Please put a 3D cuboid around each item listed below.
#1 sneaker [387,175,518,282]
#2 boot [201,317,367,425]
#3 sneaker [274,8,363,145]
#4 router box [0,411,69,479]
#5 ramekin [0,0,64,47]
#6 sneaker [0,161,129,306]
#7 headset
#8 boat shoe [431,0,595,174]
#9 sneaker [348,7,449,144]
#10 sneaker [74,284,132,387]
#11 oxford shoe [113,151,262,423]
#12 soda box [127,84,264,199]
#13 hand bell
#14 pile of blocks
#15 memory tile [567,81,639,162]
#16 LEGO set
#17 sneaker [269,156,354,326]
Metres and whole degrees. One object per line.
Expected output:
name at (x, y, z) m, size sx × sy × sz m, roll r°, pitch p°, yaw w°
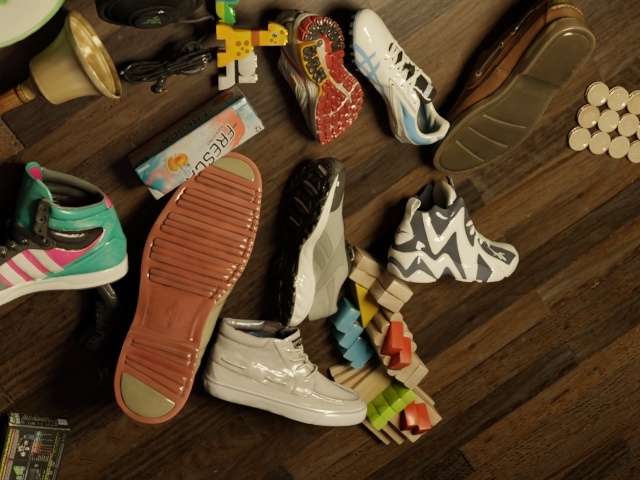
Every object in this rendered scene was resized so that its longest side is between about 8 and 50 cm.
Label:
sneaker at (0.211, -0.022, 1.969) m, size 0.235 × 0.094 × 0.153 m, roll 0°, pitch 107°, yaw -26°
boot at (-0.042, 0.194, 1.971) m, size 0.258 × 0.095 × 0.123 m, roll 13°, pitch 108°, yaw -10°
sneaker at (-0.005, -0.230, 1.811) m, size 0.088 × 0.093 × 0.225 m, roll -36°, pitch 138°, yaw -22°
router box at (-0.433, 0.319, 1.947) m, size 0.092 × 0.038 × 0.122 m, roll 9°, pitch 111°, yaw -23°
ramekin at (-0.427, -0.370, 1.553) m, size 0.303 × 0.148 × 0.303 m, roll -8°, pitch 117°, yaw -15°
sneaker at (-0.403, -0.012, 1.745) m, size 0.296 × 0.124 × 0.178 m, roll -12°, pitch 123°, yaw -22°
headset at (-0.233, -0.344, 1.603) m, size 0.185 × 0.243 × 0.394 m, roll -13°, pitch 140°, yaw 13°
boat shoe at (0.270, -0.223, 1.891) m, size 0.111 × 0.104 × 0.307 m, roll 24°, pitch 125°, yaw -36°
sneaker at (0.111, -0.232, 1.830) m, size 0.086 × 0.085 × 0.237 m, roll -4°, pitch 135°, yaw 33°
sneaker at (-0.318, 0.126, 1.885) m, size 0.089 × 0.051 × 0.170 m, roll -30°, pitch 124°, yaw -9°
oxford shoe at (-0.194, 0.060, 1.865) m, size 0.141 × 0.146 × 0.397 m, roll 24°, pitch 89°, yaw -3°
soda box at (-0.171, -0.137, 1.802) m, size 0.183 × 0.063 × 0.058 m, roll -34°, pitch 120°, yaw -1°
hand bell at (-0.394, -0.187, 1.693) m, size 0.242 × 0.126 × 0.126 m, roll -26°, pitch 121°, yaw 8°
pile of blocks at (0.093, 0.189, 2.021) m, size 0.149 × 0.112 × 0.362 m, roll -21°, pitch 119°, yaw -8°
memory tile at (0.460, -0.183, 2.024) m, size 0.148 × 0.012 × 0.113 m, roll 10°, pitch 111°, yaw -22°
LEGO set at (-0.092, -0.299, 1.728) m, size 0.093 × 0.087 × 0.227 m, roll -1°, pitch 117°, yaw -4°
sneaker at (0.000, 0.000, 1.916) m, size 0.108 × 0.100 × 0.271 m, roll -4°, pitch 122°, yaw -27°
